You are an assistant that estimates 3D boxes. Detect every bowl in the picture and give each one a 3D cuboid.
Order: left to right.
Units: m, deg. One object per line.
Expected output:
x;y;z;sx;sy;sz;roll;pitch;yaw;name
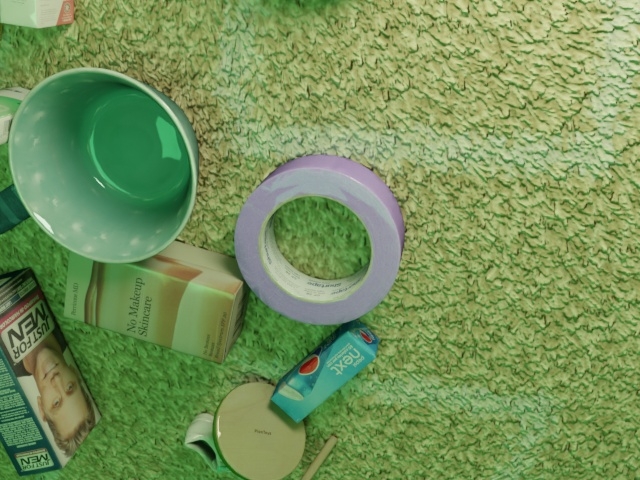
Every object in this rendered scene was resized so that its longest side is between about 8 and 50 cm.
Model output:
-0.323;-0.134;1.213;0.311;0.163;0.311;4;111;9;bowl

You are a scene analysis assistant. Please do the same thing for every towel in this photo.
-0.572;-0.058;1.367;0.119;0.029;0.067;-28;103;19;towel

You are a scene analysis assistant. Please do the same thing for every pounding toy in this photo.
-0.112;0.383;1.390;0.237;0.183;0.110;40;139;-9;pounding toy

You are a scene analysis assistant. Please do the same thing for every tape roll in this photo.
0.000;0.000;1.241;0.275;0.090;0.275;4;111;10;tape roll

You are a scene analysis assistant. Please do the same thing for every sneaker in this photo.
-0.167;0.420;1.436;0.212;0.094;0.080;26;112;0;sneaker

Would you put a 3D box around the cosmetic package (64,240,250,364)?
-0.281;0.088;1.310;0.296;0.129;0.153;15;114;6;cosmetic package

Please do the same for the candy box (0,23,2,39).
-0.619;-0.406;1.229;0.187;0.053;0.109;19;114;5;candy box

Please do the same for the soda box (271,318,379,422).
0.008;0.232;1.341;0.071;0.067;0.210;43;112;-7;soda box

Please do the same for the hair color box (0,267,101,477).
-0.556;0.246;1.404;0.105;0.174;0.347;-14;108;15;hair color box

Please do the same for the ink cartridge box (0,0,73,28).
-0.436;-0.435;1.145;0.067;0.115;0.198;11;112;8;ink cartridge box

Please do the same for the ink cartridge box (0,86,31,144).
-0.572;-0.226;1.219;0.225;0.181;0.056;20;113;5;ink cartridge box
